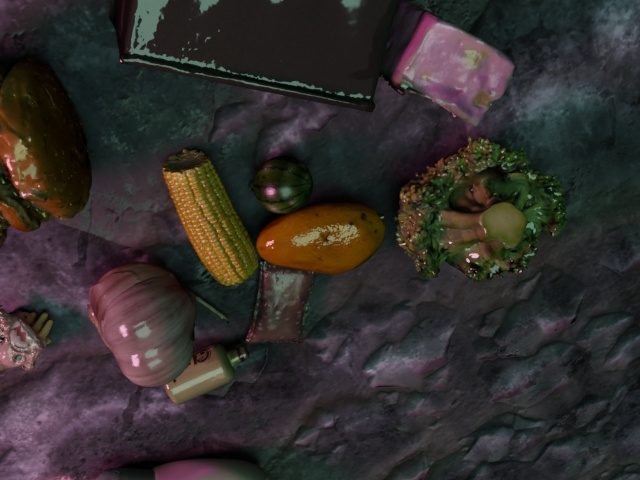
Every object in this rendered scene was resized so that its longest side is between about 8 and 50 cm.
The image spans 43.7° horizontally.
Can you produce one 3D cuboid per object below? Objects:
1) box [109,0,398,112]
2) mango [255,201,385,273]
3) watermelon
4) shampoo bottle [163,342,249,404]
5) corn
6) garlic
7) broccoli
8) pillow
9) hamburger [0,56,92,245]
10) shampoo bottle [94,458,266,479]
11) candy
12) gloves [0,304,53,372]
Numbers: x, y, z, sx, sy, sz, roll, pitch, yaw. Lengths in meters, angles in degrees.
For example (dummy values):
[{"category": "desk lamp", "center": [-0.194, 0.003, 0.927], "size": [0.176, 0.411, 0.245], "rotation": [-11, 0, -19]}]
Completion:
[{"category": "box", "center": [-0.092, -0.334, 1.080], "size": [0.346, 0.251, 0.204], "rotation": [6, 117, -20]}, {"category": "mango", "center": [0.000, 0.000, 1.377], "size": [0.228, 0.109, 0.147], "rotation": [-9, 146, -10]}, {"category": "watermelon", "center": [-0.066, -0.093, 1.319], "size": [0.109, 0.109, 0.108], "rotation": [-7, 121, -12]}, {"category": "shampoo bottle", "center": [-0.208, 0.238, 1.475], "size": [0.162, 0.079, 0.079], "rotation": [-24, 123, -2]}, {"category": "corn", "center": [-0.181, -0.032, 1.322], "size": [0.093, 0.093, 0.244], "rotation": [-25, 122, -1]}, {"category": "garlic", "center": [-0.290, 0.147, 1.382], "size": [0.207, 0.207, 0.257], "rotation": [-49, 155, 13]}, {"category": "broccoli", "center": [0.270, -0.051, 1.372], "size": [0.288, 0.235, 0.260], "rotation": [-38, 157, -3]}, {"category": "pillow", "center": [-0.070, 0.119, 1.470], "size": [0.118, 0.043, 0.184], "rotation": [3, 118, -15]}, {"category": "hamburger", "center": [-0.446, -0.128, 1.112], "size": [0.212, 0.245, 0.260], "rotation": [-18, 102, -4]}, {"category": "shampoo bottle", "center": [-0.286, 0.526, 1.578], "size": [0.350, 0.151, 0.221], "rotation": [9, 118, -20]}, {"category": "candy", "center": [0.152, -0.273, 1.180], "size": [0.156, 0.265, 0.115], "rotation": [19, 108, -25]}, {"category": "gloves", "center": [-0.525, 0.178, 1.346], "size": [0.110, 0.094, 0.144], "rotation": [37, 112, -18]}]
